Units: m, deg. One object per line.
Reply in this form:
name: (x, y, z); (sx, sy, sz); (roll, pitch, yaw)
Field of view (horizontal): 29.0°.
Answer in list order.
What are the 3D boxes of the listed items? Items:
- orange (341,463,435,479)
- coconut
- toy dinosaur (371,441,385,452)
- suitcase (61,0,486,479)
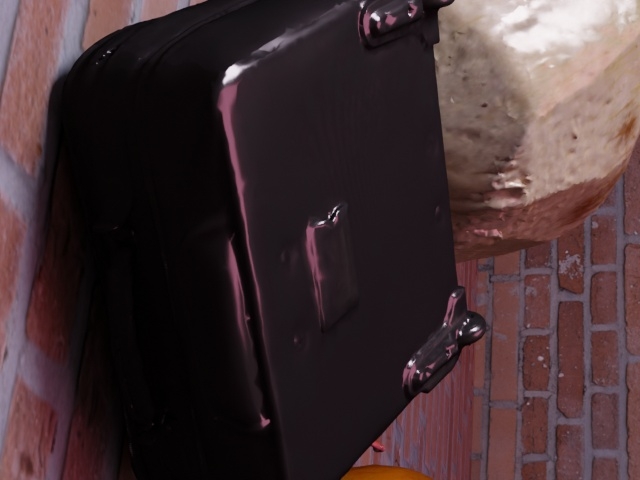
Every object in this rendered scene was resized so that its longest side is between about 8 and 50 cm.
orange: (0.073, 0.358, 1.232); (0.284, 0.226, 0.284); (59, -7, 12)
coconut: (0.145, -0.153, 1.200); (0.415, 0.415, 0.345); (-64, 134, -63)
toy dinosaur: (0.044, 0.135, 1.608); (0.139, 0.070, 0.286); (-110, -172, -50)
suitcase: (-0.028, -0.004, 0.897); (0.339, 0.188, 0.345); (-39, 129, -52)
